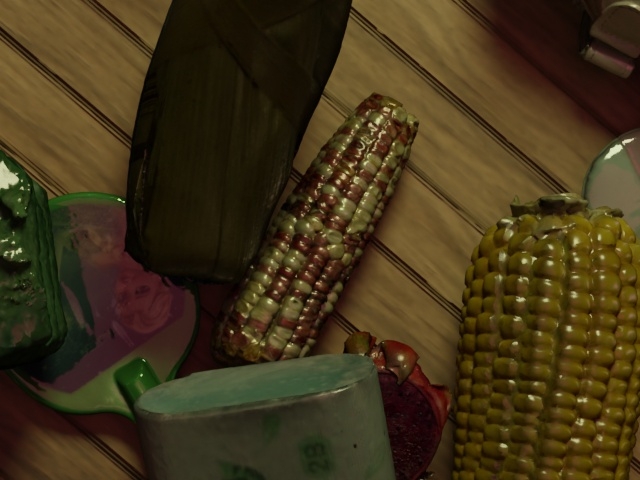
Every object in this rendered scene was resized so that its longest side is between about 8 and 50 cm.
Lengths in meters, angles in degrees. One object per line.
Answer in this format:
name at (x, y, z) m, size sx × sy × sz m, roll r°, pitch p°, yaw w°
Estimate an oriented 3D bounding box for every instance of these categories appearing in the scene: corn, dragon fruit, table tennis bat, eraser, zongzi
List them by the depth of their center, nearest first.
zongzi at (-0.049, -0.110, 1.179) m, size 0.123 × 0.289 × 0.260 m, roll 17°, pitch 77°, yaw -10°
eraser at (-0.028, 0.205, 1.237) m, size 0.174 × 0.081 × 0.227 m, roll -10°, pitch 107°, yaw 1°
corn at (0.162, 0.158, 1.273) m, size 0.144 × 0.144 × 0.387 m, roll 4°, pitch 91°, yaw -6°
dragon fruit at (0.041, 0.129, 1.288) m, size 0.112 × 0.068 × 0.126 m, roll -4°, pitch 109°, yaw 2°
table tennis bat at (-0.147, 0.084, 1.293) m, size 0.160 × 0.039 × 0.257 m, roll -31°, pitch 88°, yaw -5°
corn at (0.000, 0.000, 1.297) m, size 0.079 × 0.079 × 0.237 m, roll 32°, pitch 80°, yaw -4°

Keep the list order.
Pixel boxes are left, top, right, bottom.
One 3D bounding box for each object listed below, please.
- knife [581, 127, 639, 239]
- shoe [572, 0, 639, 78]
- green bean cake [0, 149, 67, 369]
knife at (0.373, 0.049, 1.353) m, size 0.399 × 0.038 × 0.132 m, roll 39°, pitch 85°, yaw -4°
shoe at (0.279, -0.199, 1.305) m, size 0.198 × 0.172 × 0.351 m, roll -23°, pitch 111°, yaw 28°
green bean cake at (-0.333, 0.020, 1.133) m, size 0.308 × 0.300 × 0.169 m, roll -7°, pitch 87°, yaw -2°
